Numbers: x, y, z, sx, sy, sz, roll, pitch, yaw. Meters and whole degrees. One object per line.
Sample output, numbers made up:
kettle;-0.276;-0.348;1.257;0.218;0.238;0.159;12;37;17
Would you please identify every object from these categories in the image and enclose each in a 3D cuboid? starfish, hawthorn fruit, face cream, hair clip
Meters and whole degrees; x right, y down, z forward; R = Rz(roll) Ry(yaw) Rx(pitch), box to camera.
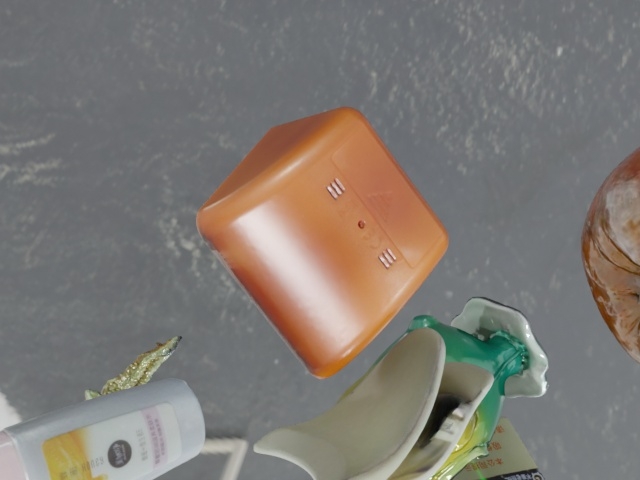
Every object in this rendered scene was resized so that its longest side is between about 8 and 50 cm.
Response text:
starfish;-0.319;0.285;1.470;0.078;0.358;0.347;36;134;19
hawthorn fruit;0.352;-0.006;0.982;0.231;0.262;0.235;15;153;15
face cream;-0.181;0.163;0.837;0.057;0.198;0.084;5;108;49
hair clip;0.081;0.217;1.343;0.172;0.282;0.113;23;152;57

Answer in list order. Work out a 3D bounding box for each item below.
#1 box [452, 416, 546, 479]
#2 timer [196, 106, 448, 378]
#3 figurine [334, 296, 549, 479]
box;0.277;0.434;1.790;0.198;0.310;0.084;-3;133;-27
timer;0.000;0.000;1.357;0.161;0.250;0.257;-18;114;50
figurine;0.158;0.240;1.654;0.324;0.340;0.231;-16;105;56
